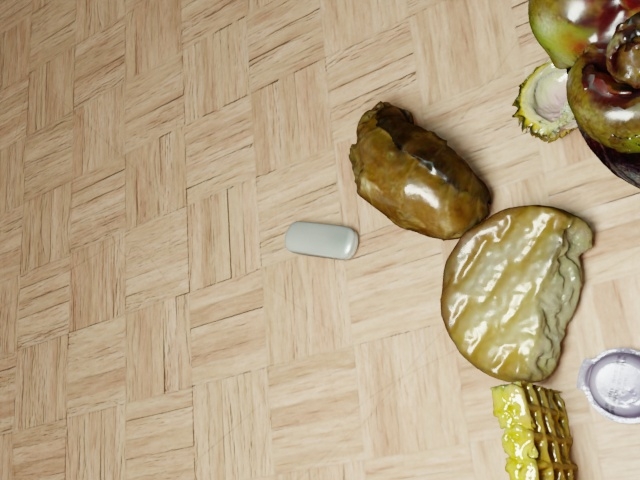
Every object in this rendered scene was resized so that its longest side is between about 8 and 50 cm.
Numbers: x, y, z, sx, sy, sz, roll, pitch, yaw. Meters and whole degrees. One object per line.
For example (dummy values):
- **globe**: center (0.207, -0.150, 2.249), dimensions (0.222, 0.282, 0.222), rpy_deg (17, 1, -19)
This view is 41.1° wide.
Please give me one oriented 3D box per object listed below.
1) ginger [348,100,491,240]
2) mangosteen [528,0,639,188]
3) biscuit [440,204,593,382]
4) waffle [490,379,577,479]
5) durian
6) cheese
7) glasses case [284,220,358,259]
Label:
- **ginger**: center (0.145, -0.123, 1.451), dimensions (0.321, 0.172, 0.165), rpy_deg (55, 148, 34)
- **mangosteen**: center (0.466, -0.226, 1.067), dimensions (0.381, 0.421, 0.381), rpy_deg (170, 90, -70)
- **biscuit**: center (0.294, 0.072, 1.320), dimensions (0.213, 0.091, 0.274), rpy_deg (21, 91, 37)
- **waffle**: center (0.307, 0.309, 1.190), dimensions (0.055, 0.160, 0.211), rpy_deg (-20, 64, 31)
- **durian**: center (0.409, -0.237, 1.342), dimensions (0.224, 0.078, 0.140), rpy_deg (-34, 45, 13)
- **cheese**: center (0.450, 0.209, 1.188), dimensions (0.190, 0.042, 0.105), rpy_deg (14, 86, 39)
- **glasses case**: center (0.000, 0.000, 1.601), dimensions (0.164, 0.041, 0.063), rpy_deg (6, 82, 38)
